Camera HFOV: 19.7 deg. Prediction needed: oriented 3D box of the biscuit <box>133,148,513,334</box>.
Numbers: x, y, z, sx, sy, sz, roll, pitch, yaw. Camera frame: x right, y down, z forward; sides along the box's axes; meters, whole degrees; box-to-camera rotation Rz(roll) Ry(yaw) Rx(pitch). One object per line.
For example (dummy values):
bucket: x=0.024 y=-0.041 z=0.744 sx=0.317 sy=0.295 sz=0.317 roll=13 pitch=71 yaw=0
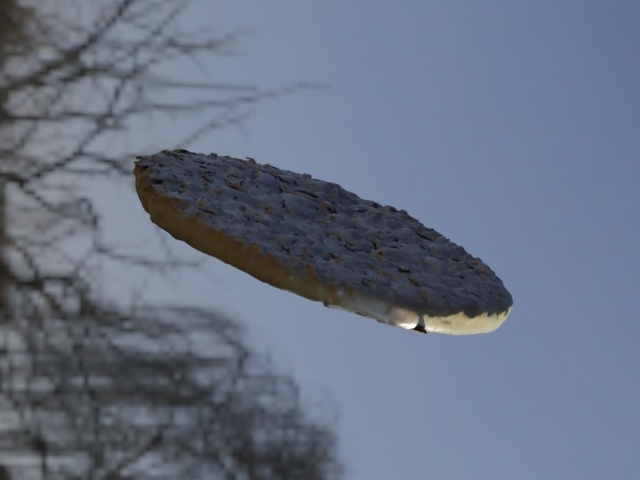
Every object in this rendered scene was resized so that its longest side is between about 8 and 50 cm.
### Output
biscuit: x=0.000 y=0.000 z=0.679 sx=0.152 sy=0.152 sz=0.020 roll=-124 pitch=-128 yaw=-67
